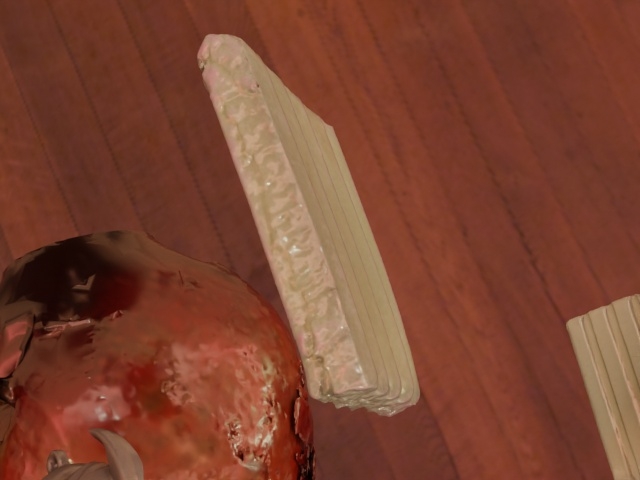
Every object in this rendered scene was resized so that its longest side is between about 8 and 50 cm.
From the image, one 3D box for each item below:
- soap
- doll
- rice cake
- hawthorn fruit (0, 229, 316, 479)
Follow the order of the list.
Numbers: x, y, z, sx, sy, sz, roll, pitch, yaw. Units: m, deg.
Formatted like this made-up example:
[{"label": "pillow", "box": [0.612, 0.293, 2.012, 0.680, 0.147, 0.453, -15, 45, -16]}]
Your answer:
[{"label": "soap", "box": [0.360, 0.165, 1.339, 0.066, 0.119, 0.198, 10, 60, -49]}, {"label": "doll", "box": [-0.111, 0.179, 0.657, 0.062, 0.104, 0.194, -16, 39, -26]}, {"label": "rice cake", "box": [0.000, 0.000, 0.684, 0.037, 0.189, 0.198, -22, 73, 11]}, {"label": "hawthorn fruit", "box": [-0.149, 0.134, 0.983, 0.316, 0.316, 0.316, 6, 70, -16]}]
